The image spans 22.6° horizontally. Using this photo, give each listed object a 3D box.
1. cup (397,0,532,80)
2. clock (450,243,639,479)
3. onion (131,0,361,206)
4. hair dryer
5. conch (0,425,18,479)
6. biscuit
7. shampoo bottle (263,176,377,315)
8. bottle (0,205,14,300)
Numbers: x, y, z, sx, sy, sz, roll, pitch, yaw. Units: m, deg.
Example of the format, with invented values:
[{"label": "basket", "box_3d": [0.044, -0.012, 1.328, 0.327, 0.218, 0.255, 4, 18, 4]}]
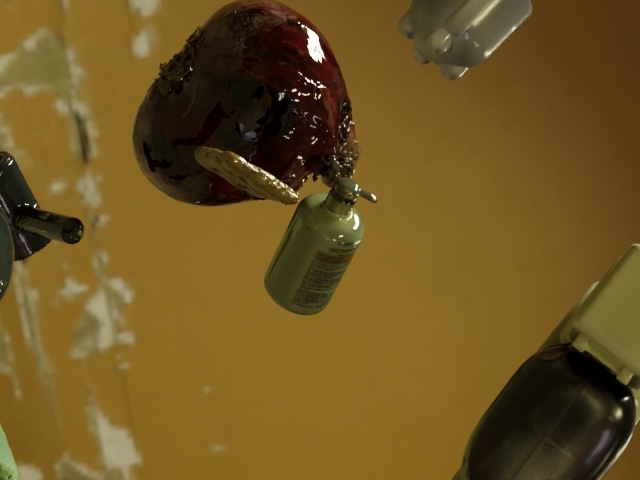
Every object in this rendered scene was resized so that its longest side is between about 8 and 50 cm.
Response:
[{"label": "cup", "box_3d": [0.193, -0.290, 2.098, 0.134, 0.142, 0.173, 50, -11, -34]}, {"label": "clock", "box_3d": [0.129, 0.184, 1.154, 0.120, 0.379, 0.276, 35, -11, 13]}, {"label": "onion", "box_3d": [-0.098, -0.153, 1.931, 0.221, 0.280, 0.281, -136, -145, -62]}, {"label": "hair dryer", "box_3d": [-0.339, -0.030, 1.899, 0.219, 0.071, 0.124, 16, -43, 51]}, {"label": "conch", "box_3d": [-0.397, 0.242, 1.871, 0.106, 0.079, 0.170, 47, 26, -55]}, {"label": "biscuit", "box_3d": [-0.067, -0.058, 1.448, 0.081, 0.083, 0.018, 14, -105, 60]}, {"label": "shampoo bottle", "box_3d": [0.000, 0.000, 1.724, 0.079, 0.079, 0.162, -110, -144, -47]}, {"label": "bottle", "box_3d": [-0.459, 0.000, 1.524, 0.144, 0.336, 0.144, 5, 90, -82]}]
